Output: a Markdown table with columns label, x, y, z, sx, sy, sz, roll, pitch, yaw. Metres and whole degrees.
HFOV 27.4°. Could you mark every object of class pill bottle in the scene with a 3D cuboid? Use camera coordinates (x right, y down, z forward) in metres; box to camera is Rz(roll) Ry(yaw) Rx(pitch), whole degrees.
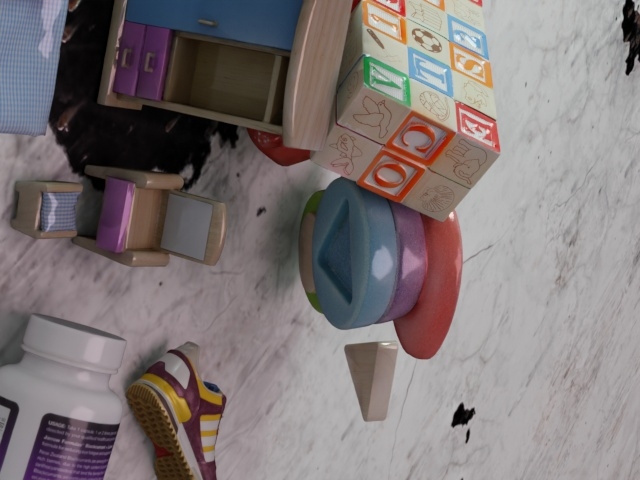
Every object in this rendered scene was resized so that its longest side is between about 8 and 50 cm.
| label | x | y | z | sx | sy | sz | roll | pitch | yaw |
| --- | --- | --- | --- | --- | --- | --- | --- | --- | --- |
| pill bottle | -0.219 | 0.160 | 1.035 | 0.108 | 0.108 | 0.193 | 20 | 86 | -58 |

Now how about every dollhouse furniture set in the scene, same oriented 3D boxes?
| label | x | y | z | sx | sy | sz | roll | pitch | yaw |
| --- | --- | --- | --- | --- | --- | --- | --- | --- | --- |
| dollhouse furniture set | -0.156 | -0.110 | 0.932 | 0.303 | 0.198 | 0.286 | 0 | 103 | -57 |

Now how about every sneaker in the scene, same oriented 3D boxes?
| label | x | y | z | sx | sy | sz | roll | pitch | yaw |
| --- | --- | --- | --- | --- | --- | --- | --- | --- | --- |
| sneaker | -0.117 | 0.182 | 1.241 | 0.084 | 0.070 | 0.185 | -43 | 138 | -33 |

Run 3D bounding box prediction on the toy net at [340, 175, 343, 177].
| label | x | y | z | sx | sy | sz | roll | pitch | yaw |
| --- | --- | --- | --- | --- | --- | --- | --- | --- | --- |
| toy net | 0.049 | -0.097 | 1.333 | 0.045 | 0.122 | 0.232 | -1 | 97 | -22 |

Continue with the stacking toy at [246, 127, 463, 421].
| label | x | y | z | sx | sy | sz | roll | pitch | yaw |
| --- | --- | --- | --- | --- | --- | --- | --- | --- | --- |
| stacking toy | 0.000 | 0.000 | 1.219 | 0.130 | 0.309 | 0.279 | -1 | 134 | -21 |

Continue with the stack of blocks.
| label | x | y | z | sx | sy | sz | roll | pitch | yaw |
| --- | --- | --- | --- | --- | --- | --- | --- | --- | --- |
| stack of blocks | 0.051 | -0.171 | 1.126 | 0.087 | 0.171 | 0.297 | -53 | -156 | 36 |
